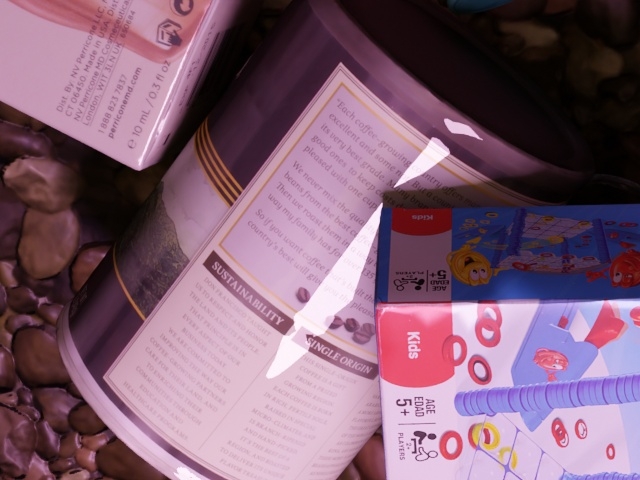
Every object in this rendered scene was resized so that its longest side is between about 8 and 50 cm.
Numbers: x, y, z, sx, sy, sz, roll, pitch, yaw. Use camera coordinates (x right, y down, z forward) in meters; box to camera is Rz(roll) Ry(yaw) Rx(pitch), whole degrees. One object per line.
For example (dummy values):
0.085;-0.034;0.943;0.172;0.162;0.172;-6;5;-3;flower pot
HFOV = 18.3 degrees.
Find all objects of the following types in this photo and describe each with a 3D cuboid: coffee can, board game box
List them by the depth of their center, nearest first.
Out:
0.188;0.126;1.092;0.301;0.086;0.308;-2;125;6;board game box
0.000;0.000;1.179;0.201;0.201;0.275;39;108;2;coffee can

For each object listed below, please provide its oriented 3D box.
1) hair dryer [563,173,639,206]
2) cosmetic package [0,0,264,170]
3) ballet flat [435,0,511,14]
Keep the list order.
0.197;0.127;1.227;0.223;0.080;0.293;-43;91;18;hair dryer
-0.194;-0.171;1.214;0.296;0.153;0.129;26;106;5;cosmetic package
0.171;-0.215;1.162;0.248;0.086;0.086;-23;97;16;ballet flat
